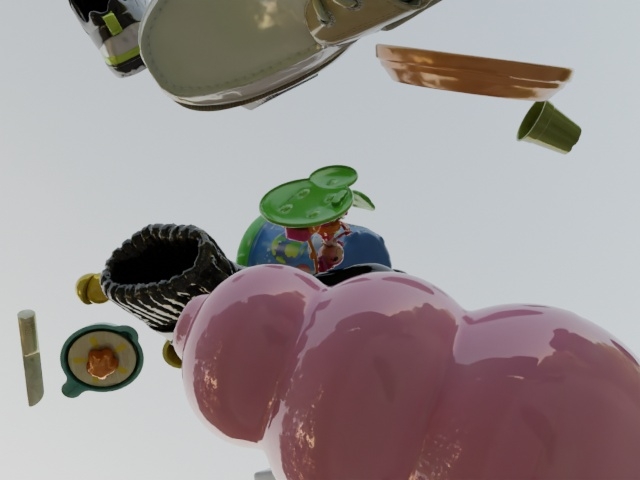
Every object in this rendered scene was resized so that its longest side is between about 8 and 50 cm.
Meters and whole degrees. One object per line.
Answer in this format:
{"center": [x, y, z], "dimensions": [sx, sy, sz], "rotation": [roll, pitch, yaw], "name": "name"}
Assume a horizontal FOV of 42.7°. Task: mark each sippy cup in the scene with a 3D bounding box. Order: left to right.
{"center": [0.001, 0.056, 1.503], "dimensions": [0.240, 0.224, 0.306], "rotation": [1, -89, -47], "name": "sippy cup"}

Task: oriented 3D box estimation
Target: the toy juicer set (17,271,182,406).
{"center": [-0.373, 0.162, 1.340], "dimensions": [0.329, 0.089, 0.209], "rotation": [-19, -61, 1], "name": "toy juicer set"}

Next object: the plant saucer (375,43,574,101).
{"center": [0.152, -0.170, 0.830], "dimensions": [0.200, 0.200, 0.037], "rotation": [0, -75, -30], "name": "plant saucer"}

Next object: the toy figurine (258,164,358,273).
{"center": [0.000, 0.000, 1.161], "dimensions": [0.173, 0.130, 0.159], "rotation": [-46, -42, -45], "name": "toy figurine"}

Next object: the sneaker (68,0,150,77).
{"center": [-0.239, -0.272, 0.925], "dimensions": [0.084, 0.235, 0.097], "rotation": [-33, -48, -5], "name": "sneaker"}

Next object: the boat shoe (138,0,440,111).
{"center": [0.016, -0.166, 0.444], "dimensions": [0.302, 0.103, 0.113], "rotation": [-30, -80, 18], "name": "boat shoe"}

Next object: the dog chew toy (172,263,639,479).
{"center": [0.055, 0.116, 0.555], "dimensions": [0.331, 0.206, 0.207], "rotation": [20, -83, 11], "name": "dog chew toy"}

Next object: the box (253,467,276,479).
{"center": [0.133, 0.373, 1.121], "dimensions": [0.293, 0.395, 0.212], "rotation": [-7, -103, -31], "name": "box"}

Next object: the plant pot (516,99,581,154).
{"center": [0.367, -0.176, 1.301], "dimensions": [0.079, 0.083, 0.083], "rotation": [27, -89, -7], "name": "plant pot"}

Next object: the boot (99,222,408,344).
{"center": [-0.073, 0.064, 1.036], "dimensions": [0.348, 0.131, 0.260], "rotation": [-22, -49, 14], "name": "boot"}

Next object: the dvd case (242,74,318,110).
{"center": [-0.054, -0.337, 1.267], "dimensions": [0.029, 0.179, 0.239], "rotation": [18, -111, -34], "name": "dvd case"}
